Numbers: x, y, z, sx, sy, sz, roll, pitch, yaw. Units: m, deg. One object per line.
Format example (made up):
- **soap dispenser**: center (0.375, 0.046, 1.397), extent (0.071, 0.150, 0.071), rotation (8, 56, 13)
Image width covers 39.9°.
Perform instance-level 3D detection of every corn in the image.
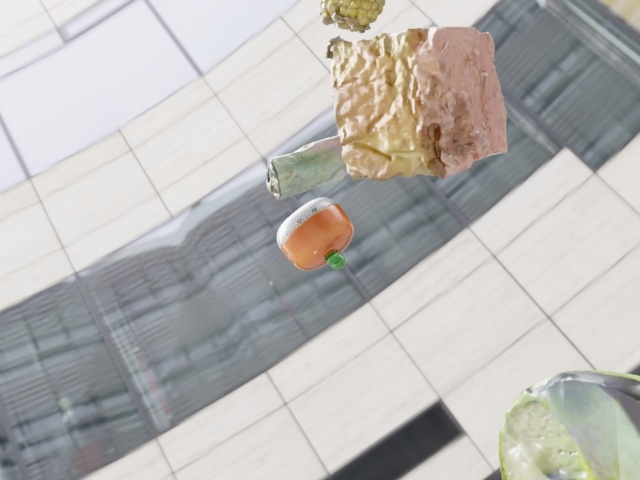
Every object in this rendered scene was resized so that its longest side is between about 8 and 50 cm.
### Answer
- **corn**: center (0.073, -0.463, 1.306), extent (0.106, 0.106, 0.305), rotation (4, -74, -43)

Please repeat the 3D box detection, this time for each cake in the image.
- **cake**: center (0.212, -0.286, 1.848), extent (0.307, 0.293, 0.314), rotation (-11, -81, -52)

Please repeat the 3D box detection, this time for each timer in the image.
- **timer**: center (0.000, 0.000, 1.536), extent (0.136, 0.136, 0.099), rotation (-34, -9, -4)

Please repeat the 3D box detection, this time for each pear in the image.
- **pear**: center (0.464, 0.353, 1.297), extent (0.165, 0.399, 0.399), rotation (-23, -35, -41)

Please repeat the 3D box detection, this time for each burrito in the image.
- **burrito**: center (-0.014, -0.171, 2.066), extent (0.229, 0.089, 0.144), rotation (-21, -26, -14)
